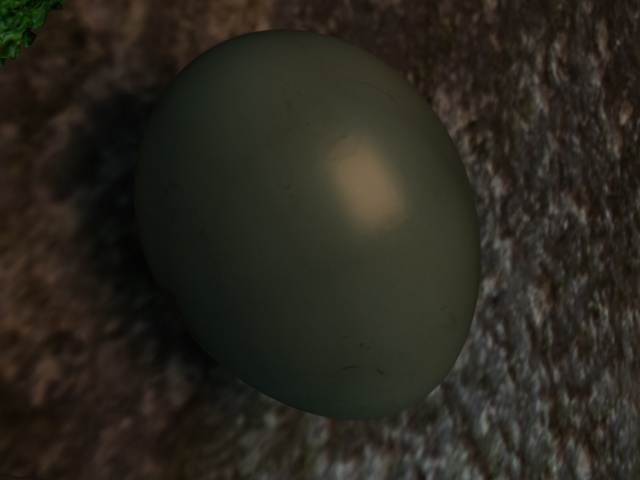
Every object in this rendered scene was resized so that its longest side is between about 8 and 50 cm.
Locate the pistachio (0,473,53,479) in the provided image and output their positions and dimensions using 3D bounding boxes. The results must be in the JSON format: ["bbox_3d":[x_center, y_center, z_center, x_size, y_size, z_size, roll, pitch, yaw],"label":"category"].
[{"bbox_3d":[-0.145,0.244,0.321,0.365,0.281,0.445,52,36,12],"label":"pistachio"}]

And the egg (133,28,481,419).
[{"bbox_3d":[0.000,0.000,0.655,0.264,0.183,0.183,60,42,-41],"label":"egg"}]

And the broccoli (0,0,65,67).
[{"bbox_3d":[-0.187,-0.194,0.359,0.283,0.304,0.321,-62,164,-85],"label":"broccoli"}]
